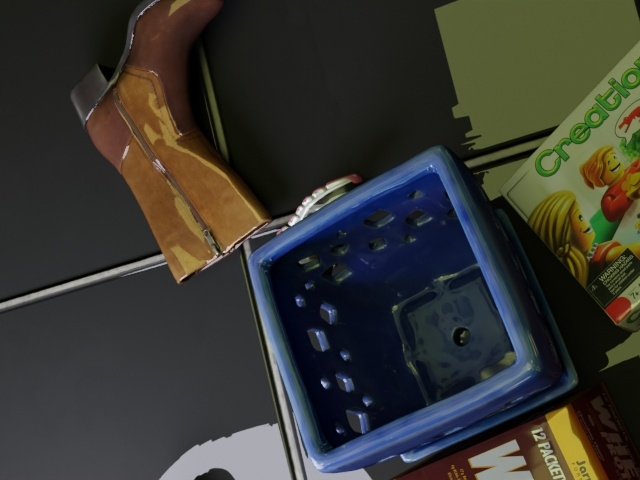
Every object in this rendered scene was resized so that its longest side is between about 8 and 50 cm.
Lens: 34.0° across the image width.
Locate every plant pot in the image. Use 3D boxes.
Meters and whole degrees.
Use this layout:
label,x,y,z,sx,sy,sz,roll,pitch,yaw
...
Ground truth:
label,x,y,z,sx,sy,sz,roll,pitch,yaw
plant pot,0.102,0.081,1.007,0.236,0.212,0.236,-30,63,21

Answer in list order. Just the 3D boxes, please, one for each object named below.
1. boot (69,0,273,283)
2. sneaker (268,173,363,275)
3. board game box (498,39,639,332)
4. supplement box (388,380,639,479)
label,x,y,z,sx,sy,sz,roll,pitch,yaw
boot,-0.146,-0.129,1.204,0.264,0.096,0.280,-39,76,20
sneaker,0.000,0.000,1.155,0.170,0.063,0.075,-47,72,23
board game box,0.332,-0.089,0.971,0.305,0.053,0.193,-49,52,17
supplement box,0.194,0.239,0.993,0.194,0.191,0.129,-29,78,22
